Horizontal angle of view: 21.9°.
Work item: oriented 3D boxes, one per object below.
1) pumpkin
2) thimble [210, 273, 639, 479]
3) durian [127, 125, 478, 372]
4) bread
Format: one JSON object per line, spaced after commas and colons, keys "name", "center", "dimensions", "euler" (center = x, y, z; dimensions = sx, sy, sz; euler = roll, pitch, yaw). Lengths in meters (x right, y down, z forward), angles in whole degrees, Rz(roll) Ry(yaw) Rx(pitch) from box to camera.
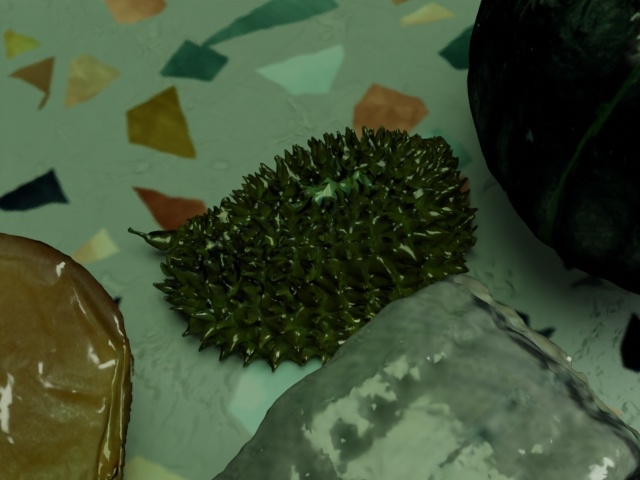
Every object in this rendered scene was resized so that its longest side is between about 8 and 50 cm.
{"name": "pumpkin", "center": [0.240, -0.084, 1.021], "dimensions": [0.315, 0.238, 0.315], "euler": [11, 45, -12]}
{"name": "thimble", "center": [0.046, 0.151, 0.865], "dimensions": [0.157, 0.217, 0.245], "euler": [41, 96, 16]}
{"name": "durian", "center": [0.001, -0.001, 1.034], "dimensions": [0.220, 0.095, 0.137], "euler": [-21, 62, -8]}
{"name": "bread", "center": [-0.205, 0.097, 0.935], "dimensions": [0.199, 0.104, 0.199], "euler": [10, 68, -26]}
